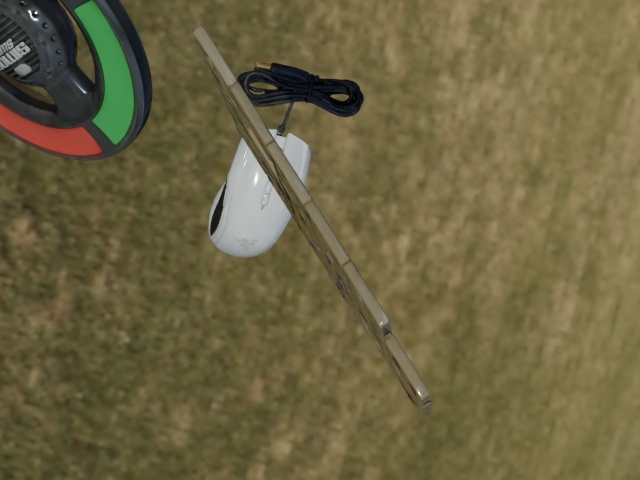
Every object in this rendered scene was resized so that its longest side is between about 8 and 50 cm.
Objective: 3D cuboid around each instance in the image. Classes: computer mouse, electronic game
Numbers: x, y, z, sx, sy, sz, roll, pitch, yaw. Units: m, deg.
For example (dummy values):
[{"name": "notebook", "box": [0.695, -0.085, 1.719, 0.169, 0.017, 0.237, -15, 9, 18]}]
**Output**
[{"name": "computer mouse", "box": [-0.041, -0.058, 1.347, 0.042, 0.106, 0.193, -106, -148, -58]}, {"name": "electronic game", "box": [-0.220, -0.152, 1.152, 0.048, 0.229, 0.229, -52, 149, -36]}]

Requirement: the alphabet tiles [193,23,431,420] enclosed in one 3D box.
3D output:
[{"name": "alphabet tiles", "box": [0.000, 0.000, 0.935, 0.009, 0.237, 0.198, -31, 167, -3]}]
